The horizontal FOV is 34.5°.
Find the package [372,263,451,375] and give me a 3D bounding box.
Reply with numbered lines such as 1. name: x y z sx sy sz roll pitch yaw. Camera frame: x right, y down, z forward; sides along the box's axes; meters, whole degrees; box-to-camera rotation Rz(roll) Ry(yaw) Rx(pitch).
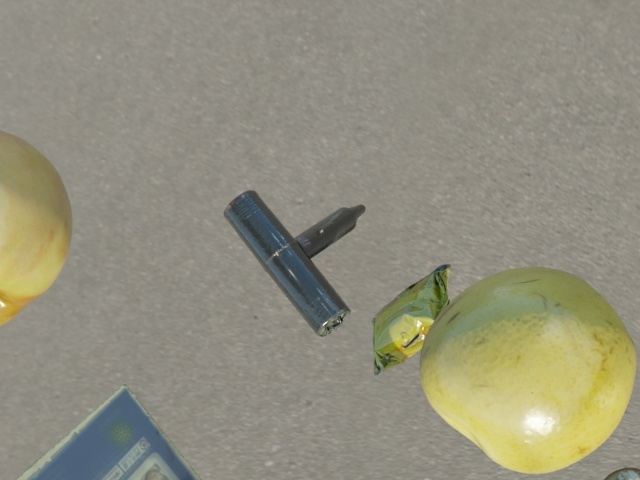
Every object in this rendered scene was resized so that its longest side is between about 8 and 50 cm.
1. package: 0.179 0.156 2.033 0.226 0.090 0.168 -38 28 32

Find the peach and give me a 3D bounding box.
1. peach: -0.296 -0.012 0.853 0.184 0.184 0.184 -7 75 28

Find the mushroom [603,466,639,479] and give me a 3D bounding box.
1. mushroom: 0.442 0.382 1.312 0.071 0.084 0.209 -36 61 -6

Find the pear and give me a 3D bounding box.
1. pear: 0.342 0.211 1.701 0.348 0.348 0.348 -7 75 28

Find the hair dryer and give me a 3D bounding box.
1. hair dryer: 0.012 0.010 1.139 0.173 0.195 0.050 53 129 18

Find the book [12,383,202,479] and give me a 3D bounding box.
1. book: -0.176 0.334 1.013 0.322 0.228 0.018 54 147 -9
